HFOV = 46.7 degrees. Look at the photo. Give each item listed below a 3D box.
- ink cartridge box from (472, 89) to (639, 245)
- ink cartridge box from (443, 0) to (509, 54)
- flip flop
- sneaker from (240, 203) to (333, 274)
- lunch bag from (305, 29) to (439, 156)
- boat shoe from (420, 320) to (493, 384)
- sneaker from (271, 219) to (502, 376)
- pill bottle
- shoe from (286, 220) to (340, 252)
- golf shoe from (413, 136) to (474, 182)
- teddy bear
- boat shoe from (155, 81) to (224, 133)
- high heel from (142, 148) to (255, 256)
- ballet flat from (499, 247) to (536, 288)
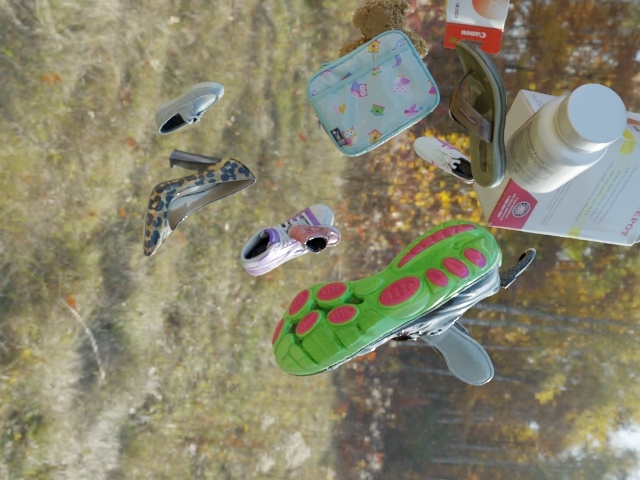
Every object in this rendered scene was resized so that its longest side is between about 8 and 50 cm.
[{"bbox_3d":[0.587,-0.156,1.685,0.160,0.385,0.279,-98,-158,-48],"label":"ink cartridge box"},{"bbox_3d":[0.376,-0.539,1.808,0.045,0.145,0.179,-66,163,-50],"label":"ink cartridge box"},{"bbox_3d":[0.269,-0.215,1.311,0.112,0.080,0.277,-124,-160,-58],"label":"flip flop"},{"bbox_3d":[-0.084,-0.012,1.920,0.102,0.282,0.161,50,-8,14],"label":"sneaker"},{"bbox_3d":[0.110,-0.335,1.693,0.224,0.279,0.108,59,6,-9],"label":"lunch bag"},{"bbox_3d":[0.354,0.269,2.004,0.302,0.114,0.091,48,14,-18],"label":"boat shoe"},{"bbox_3d":[0.128,0.145,1.401,0.202,0.483,0.185,49,21,-45],"label":"sneaker"},{"bbox_3d":[0.415,-0.174,1.269,0.229,0.131,0.131,124,-30,-74],"label":"pill bottle"},{"bbox_3d":[0.000,0.000,1.873,0.178,0.081,0.063,11,113,-45],"label":"shoe"},{"bbox_3d":[0.315,-0.205,1.831,0.067,0.186,0.086,-62,176,5],"label":"golf shoe"},{"bbox_3d":[0.182,-0.531,2.092,0.338,0.245,0.113,52,30,-35],"label":"teddy bear"},{"bbox_3d":[-0.340,-0.338,1.936,0.079,0.228,0.081,24,54,-50],"label":"boat shoe"},{"bbox_3d":[-0.248,-0.069,1.510,0.093,0.186,0.261,92,11,-61],"label":"high heel"},{"bbox_3d":[0.531,0.066,2.014,0.173,0.049,0.057,-38,165,-33],"label":"ballet flat"}]
